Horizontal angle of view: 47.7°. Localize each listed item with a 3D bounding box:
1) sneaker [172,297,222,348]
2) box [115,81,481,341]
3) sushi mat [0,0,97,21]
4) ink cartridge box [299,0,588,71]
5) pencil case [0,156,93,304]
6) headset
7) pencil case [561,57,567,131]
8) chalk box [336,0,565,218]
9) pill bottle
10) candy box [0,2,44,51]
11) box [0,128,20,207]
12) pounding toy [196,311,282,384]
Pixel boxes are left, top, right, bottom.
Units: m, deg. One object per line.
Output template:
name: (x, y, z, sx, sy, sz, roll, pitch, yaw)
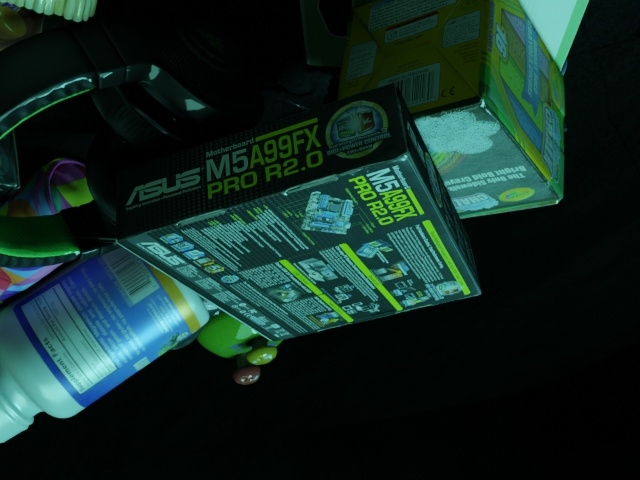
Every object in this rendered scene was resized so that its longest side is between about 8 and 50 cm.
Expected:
sneaker: (-0.257, 0.107, 1.027, 0.268, 0.101, 0.153, -10, 154, -18)
box: (0.000, 0.000, 0.594, 0.216, 0.060, 0.270, -16, 152, 16)
sushi mat: (-0.149, -0.249, 0.345, 0.151, 0.019, 0.316, 1, 142, -31)
ink cartridge box: (0.102, -0.209, 0.616, 0.235, 0.056, 0.171, 8, 157, 7)
pencil case: (-0.317, 0.005, 0.768, 0.236, 0.104, 0.104, -25, 155, 27)
headset: (-0.111, -0.069, 0.609, 0.394, 0.185, 0.243, -22, 158, -31)
pencil case: (0.236, -0.155, 0.795, 0.064, 0.070, 0.152, -19, 155, 9)
chalk box: (0.127, -0.104, 0.620, 0.132, 0.132, 0.213, -9, 152, 34)
pill bottle: (-0.282, 0.110, 0.851, 0.272, 0.152, 0.152, -35, 160, -14)
candy box: (-0.278, -0.170, 0.464, 0.186, 0.053, 0.109, -3, 153, -30)
box: (-0.379, -0.058, 0.618, 0.147, 0.078, 0.180, -33, 151, 32)
pounding toy: (-0.098, 0.182, 1.287, 0.236, 0.110, 0.183, -15, 157, -1)
